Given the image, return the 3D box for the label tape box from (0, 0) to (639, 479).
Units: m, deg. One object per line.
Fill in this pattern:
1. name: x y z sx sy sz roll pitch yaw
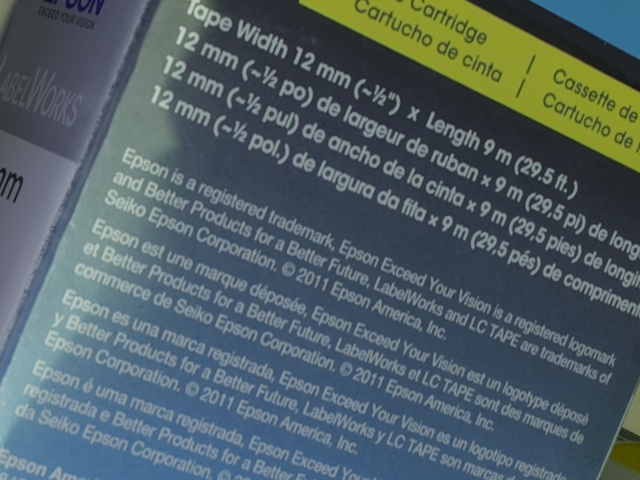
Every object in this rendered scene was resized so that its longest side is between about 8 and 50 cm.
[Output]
1. label tape box: 0.000 0.000 0.709 0.249 0.115 0.347 23 89 -32

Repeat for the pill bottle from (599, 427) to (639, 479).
1. pill bottle: 0.143 0.151 0.763 0.117 0.215 0.117 -7 106 -26
